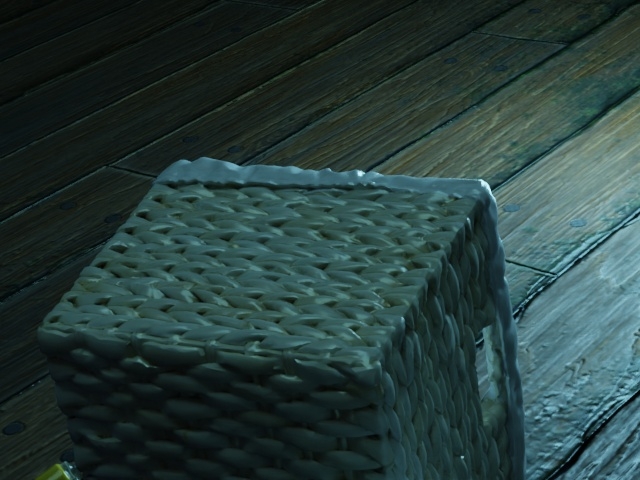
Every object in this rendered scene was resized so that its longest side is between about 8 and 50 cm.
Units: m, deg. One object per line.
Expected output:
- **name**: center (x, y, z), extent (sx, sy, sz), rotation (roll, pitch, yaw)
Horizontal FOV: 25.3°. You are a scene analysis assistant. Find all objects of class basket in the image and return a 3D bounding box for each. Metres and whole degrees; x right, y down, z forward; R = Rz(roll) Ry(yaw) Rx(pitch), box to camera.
- **basket**: center (-0.025, 0.136, 1.223), extent (0.331, 0.328, 0.266), rotation (5, 32, 26)

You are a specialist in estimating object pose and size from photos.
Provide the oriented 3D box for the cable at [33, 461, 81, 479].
- **cable**: center (-0.322, 0.302, 1.327), extent (0.287, 0.072, 0.139), rotation (-25, 46, -4)
